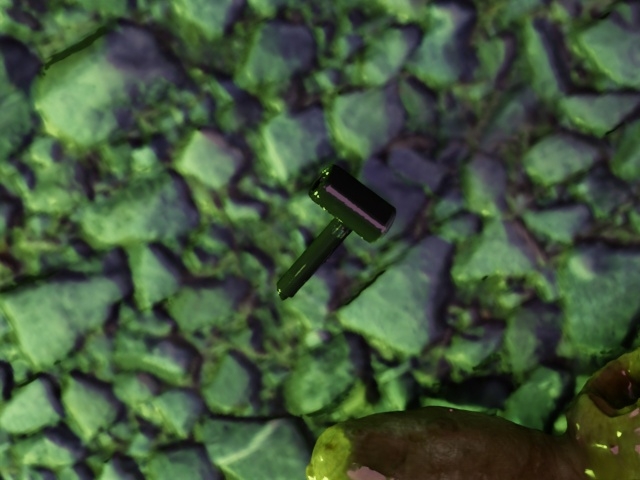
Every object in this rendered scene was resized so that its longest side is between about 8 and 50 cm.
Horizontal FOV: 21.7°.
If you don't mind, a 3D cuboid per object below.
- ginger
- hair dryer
[{"bbox_3d":[0.228,0.123,0.958,0.363,0.122,0.348,-43,116,0],"label":"ginger"},{"bbox_3d":[0.000,0.000,0.944,0.047,0.026,0.083,36,111,-12],"label":"hair dryer"}]
